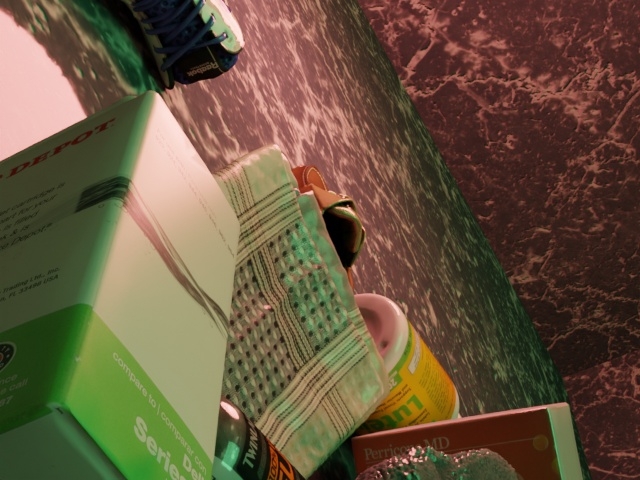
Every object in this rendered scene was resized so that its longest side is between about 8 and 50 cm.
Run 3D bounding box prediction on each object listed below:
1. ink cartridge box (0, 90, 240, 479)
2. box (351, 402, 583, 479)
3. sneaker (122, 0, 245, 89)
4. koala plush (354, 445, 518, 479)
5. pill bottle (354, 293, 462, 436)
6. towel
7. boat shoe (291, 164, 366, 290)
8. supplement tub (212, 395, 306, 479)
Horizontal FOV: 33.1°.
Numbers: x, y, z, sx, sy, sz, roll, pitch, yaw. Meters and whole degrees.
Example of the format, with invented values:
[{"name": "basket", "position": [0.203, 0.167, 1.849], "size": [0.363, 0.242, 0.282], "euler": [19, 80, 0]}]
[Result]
[{"name": "ink cartridge box", "position": [-0.158, 0.061, 0.563], "size": [0.115, 0.198, 0.273], "euler": [58, 18, -29]}, {"name": "box", "position": [0.180, 0.359, 1.132], "size": [0.168, 0.215, 0.345], "euler": [21, 58, -69]}, {"name": "sneaker", "position": [-0.162, -0.272, 1.177], "size": [0.182, 0.127, 0.315], "euler": [68, 13, 12]}, {"name": "koala plush", "position": [0.050, 0.294, 0.918], "size": [0.203, 0.221, 0.196], "euler": [20, 45, -39]}, {"name": "pill bottle", "position": [0.090, 0.188, 1.331], "size": [0.246, 0.136, 0.136], "euler": [53, 20, -40]}, {"name": "towel", "position": [-0.046, 0.078, 1.048], "size": [0.312, 0.056, 0.324], "euler": [65, 31, -7]}, {"name": "boat shoe", "position": [0.000, 0.000, 1.335], "size": [0.123, 0.119, 0.324], "euler": [58, 17, -28]}, {"name": "supplement tub", "position": [-0.075, 0.192, 0.794], "size": [0.190, 0.117, 0.117], "euler": [53, 20, -32]}]
